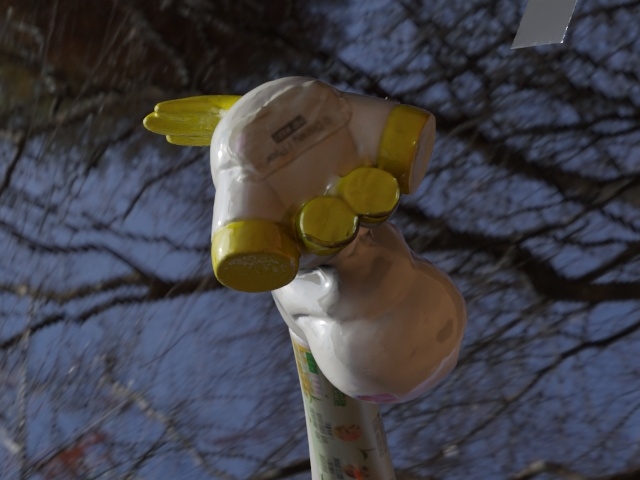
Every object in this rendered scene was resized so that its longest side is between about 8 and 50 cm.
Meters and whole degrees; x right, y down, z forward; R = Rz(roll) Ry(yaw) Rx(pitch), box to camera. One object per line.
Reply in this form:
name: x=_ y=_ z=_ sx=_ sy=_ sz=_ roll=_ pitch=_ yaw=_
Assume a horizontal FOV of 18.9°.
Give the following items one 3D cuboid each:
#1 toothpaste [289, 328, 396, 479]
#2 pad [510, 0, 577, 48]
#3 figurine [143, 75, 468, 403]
toothpaste: x=0.017 y=0.128 z=1.378 sx=0.056 sy=0.314 sz=0.058 roll=-26 pitch=-130 yaw=-14
pad: x=0.197 y=-0.237 z=1.474 sx=0.004 sy=0.127 sz=0.190 roll=21 pitch=-90 yaw=-12
figurine: x=0.006 y=0.005 z=0.823 sx=0.109 sy=0.129 sz=0.178 roll=-44 pitch=-46 yaw=-13
